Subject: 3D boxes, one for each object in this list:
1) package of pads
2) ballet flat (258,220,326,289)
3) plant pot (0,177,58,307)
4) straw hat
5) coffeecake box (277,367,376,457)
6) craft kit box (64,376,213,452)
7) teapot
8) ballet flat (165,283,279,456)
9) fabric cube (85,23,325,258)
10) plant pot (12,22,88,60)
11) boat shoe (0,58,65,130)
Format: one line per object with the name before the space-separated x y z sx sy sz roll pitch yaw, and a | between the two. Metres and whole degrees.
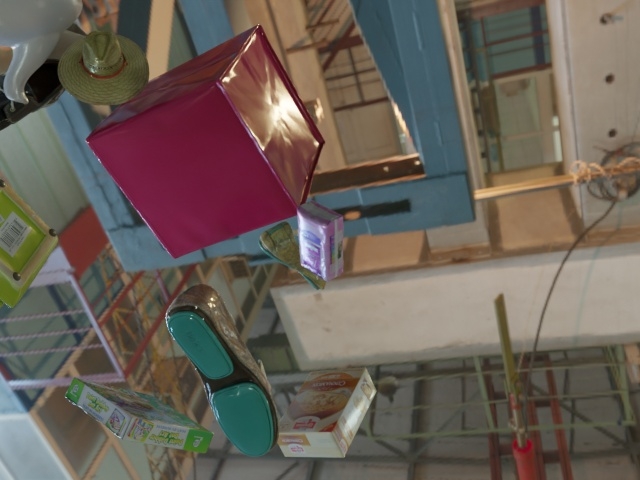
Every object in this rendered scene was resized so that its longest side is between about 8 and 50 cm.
package of pads | 0.000 0.000 0.718 0.032 0.083 0.050 -31 -134 -33
ballet flat | -0.044 0.044 1.816 0.123 0.348 0.123 -12 -118 24
plant pot | -0.648 0.019 1.198 0.207 0.227 0.228 -21 -147 22
straw hat | -0.326 -0.278 0.956 0.144 0.061 0.144 6 -118 -11
coffeecake box | 0.011 0.346 1.290 0.142 0.068 0.185 -12 -156 32
craft kit box | -0.412 0.400 1.459 0.247 0.250 0.061 19 -99 40
teapot | -0.473 -0.365 0.871 0.187 0.252 0.256 -34 -118 1
ballet flat | -0.138 0.200 1.016 0.108 0.316 0.106 -13 -153 14
fabric cube | -0.176 -0.168 1.086 0.258 0.254 0.259 -19 -151 23
plant pot | -0.486 -0.343 1.128 0.109 0.096 0.109 10 -158 -40
boat shoe | -0.485 -0.226 0.992 0.079 0.084 0.233 -18 -160 36
